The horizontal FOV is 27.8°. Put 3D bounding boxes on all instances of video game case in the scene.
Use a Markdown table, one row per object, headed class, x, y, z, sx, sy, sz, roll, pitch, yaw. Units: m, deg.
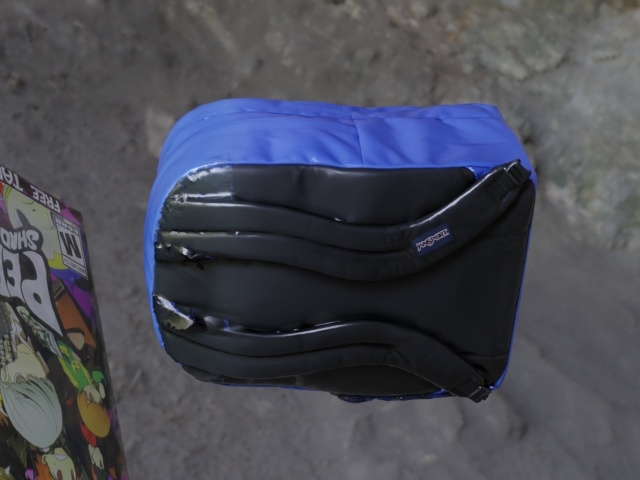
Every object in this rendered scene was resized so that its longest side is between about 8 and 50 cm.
| class | x | y | z | sx | sy | sz | roll | pitch | yaw |
| --- | --- | --- | --- | --- | --- | --- | --- | --- | --- |
| video game case | -0.162 | 0.036 | 0.497 | 0.232 | 0.042 | 0.210 | 38 | 30 | -52 |

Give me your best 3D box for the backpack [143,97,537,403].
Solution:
| class | x | y | z | sx | sy | sz | roll | pitch | yaw |
| --- | --- | --- | --- | --- | --- | --- | --- | --- | --- |
| backpack | 0.000 | 0.000 | 0.441 | 0.120 | 0.098 | 0.101 | -1 | 25 | -8 |
